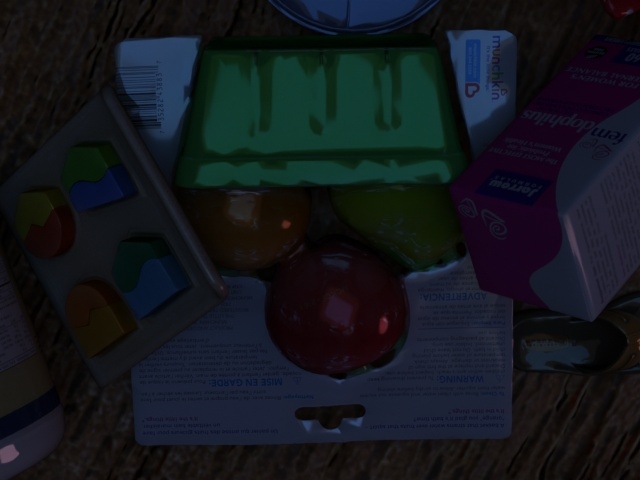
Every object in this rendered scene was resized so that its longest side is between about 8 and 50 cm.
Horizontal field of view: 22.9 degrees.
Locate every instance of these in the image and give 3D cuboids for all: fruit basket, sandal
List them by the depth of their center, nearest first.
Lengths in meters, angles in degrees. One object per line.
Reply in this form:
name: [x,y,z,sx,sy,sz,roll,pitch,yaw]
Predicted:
fruit basket: [0.000,0.000,1.317,0.327,0.165,0.353,-2,110,0]
sandal: [0.243,0.084,1.357,0.180,0.049,0.072,-5,94,0]

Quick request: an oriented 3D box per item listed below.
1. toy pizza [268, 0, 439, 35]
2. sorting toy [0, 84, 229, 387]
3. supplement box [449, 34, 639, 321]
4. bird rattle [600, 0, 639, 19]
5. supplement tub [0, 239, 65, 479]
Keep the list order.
toy pizza: [0.028,-0.272,1.336,0.201,0.032,0.201,0,93,-1]
sorting toy: [-0.179,0.004,1.272,0.208,0.038,0.193,-37,81,44]
supplement box: [0.217,-0.054,1.250,0.220,0.111,0.114,-46,133,-29]
bird rattle: [0.220,-0.234,1.248,0.207,0.253,0.143,29,114,24]
supplement tub: [-0.357,0.054,1.256,0.228,0.228,0.316,-20,94,1]
